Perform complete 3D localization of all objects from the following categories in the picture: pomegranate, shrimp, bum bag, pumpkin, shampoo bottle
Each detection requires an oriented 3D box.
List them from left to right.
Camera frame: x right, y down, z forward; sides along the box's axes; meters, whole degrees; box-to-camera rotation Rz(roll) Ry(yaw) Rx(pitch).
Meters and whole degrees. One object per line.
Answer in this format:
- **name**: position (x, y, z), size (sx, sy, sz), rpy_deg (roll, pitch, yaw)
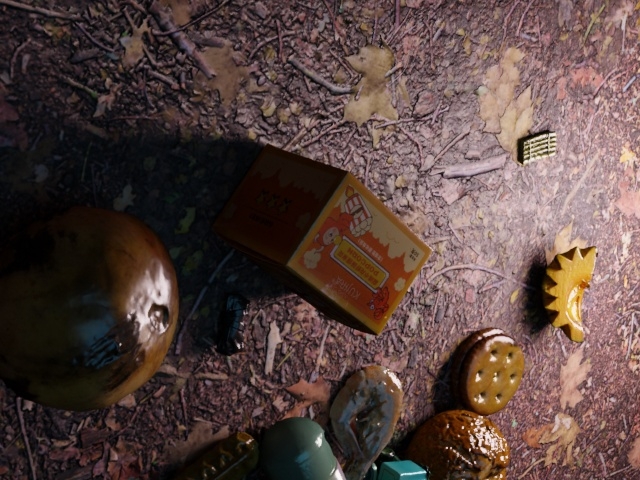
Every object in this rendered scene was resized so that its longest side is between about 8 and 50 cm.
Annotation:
- **pomegranate**: position (-0.367, 0.106, 1.398), size (0.322, 0.322, 0.322), rpy_deg (-13, 113, -34)
- **bum bag**: position (-0.167, 0.163, 1.731), size (0.057, 0.034, 0.124), rpy_deg (7, 101, -25)
- **shampoo bottle**: position (-0.015, 0.526, 1.867), size (0.151, 0.222, 0.350), rpy_deg (-26, 108, -9)
- **shrimp**: position (0.081, 0.425, 1.986), size (0.164, 0.062, 0.317), rpy_deg (22, 86, -19)
- **pumpkin**: position (0.620, 0.119, 2.307), size (0.130, 0.149, 0.254), rpy_deg (4, 104, 2)

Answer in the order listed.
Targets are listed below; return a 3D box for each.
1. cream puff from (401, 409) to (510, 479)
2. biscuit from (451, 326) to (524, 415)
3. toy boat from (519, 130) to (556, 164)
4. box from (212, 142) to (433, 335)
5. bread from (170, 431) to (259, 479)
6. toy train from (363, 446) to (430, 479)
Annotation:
- **cream puff**: position (0.331, 0.555, 2.136), size (0.303, 0.212, 0.303), rpy_deg (-9, 105, -33)
- **biscuit**: position (0.414, 0.324, 2.215), size (0.220, 0.066, 0.221), rpy_deg (-13, 112, -35)
- **toy boat**: position (0.520, -0.222, 2.148), size (0.115, 0.016, 0.063), rpy_deg (-19, 116, -33)
- **box**: position (0.000, 0.000, 1.660), size (0.283, 0.259, 0.214), rpy_deg (38, 83, -39)
- **bread**: position (-0.267, 0.498, 1.737), size (0.367, 0.084, 0.077), rpy_deg (-34, 163, -26)
- **toy train**: position (0.155, 0.582, 2.038), size (0.112, 0.163, 0.203), rpy_deg (4, 102, -37)
